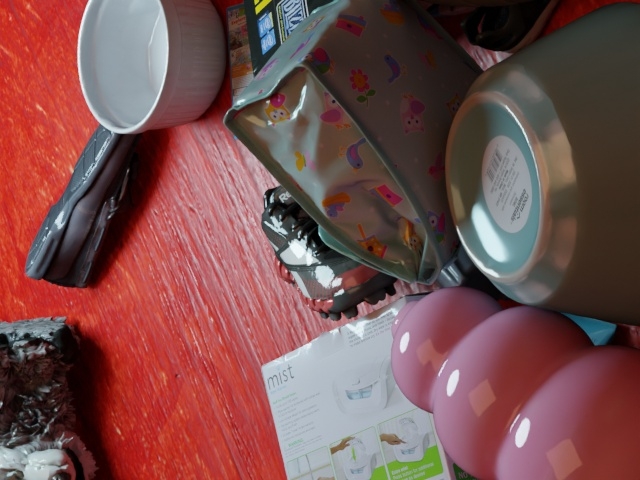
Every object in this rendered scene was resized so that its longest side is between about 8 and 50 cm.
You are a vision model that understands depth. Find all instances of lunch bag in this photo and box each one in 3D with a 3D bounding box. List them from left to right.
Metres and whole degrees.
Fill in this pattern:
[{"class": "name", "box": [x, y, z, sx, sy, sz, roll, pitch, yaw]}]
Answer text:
[{"class": "lunch bag", "box": [0.065, -0.108, 1.738, 0.262, 0.223, 0.160, 47, 133, -14]}]

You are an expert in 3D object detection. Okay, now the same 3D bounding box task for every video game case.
[{"class": "video game case", "box": [-0.070, -0.213, 2.125, 0.119, 0.015, 0.166, -6, 87, 50]}]

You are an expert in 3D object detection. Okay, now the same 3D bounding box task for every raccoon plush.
[{"class": "raccoon plush", "box": [-0.432, 0.267, 2.502, 0.446, 0.216, 0.299, -146, 44, -76]}]

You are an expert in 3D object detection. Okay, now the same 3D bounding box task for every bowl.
[{"class": "bowl", "box": [0.227, -0.059, 1.608, 0.311, 0.163, 0.311, 171, 90, -67]}]

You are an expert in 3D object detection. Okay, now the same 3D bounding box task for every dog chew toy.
[{"class": "dog chew toy", "box": [0.202, 0.158, 1.643, 0.332, 0.206, 0.207, 33, 117, 29]}]

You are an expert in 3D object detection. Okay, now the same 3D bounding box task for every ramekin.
[{"class": "ramekin", "box": [-0.211, -0.240, 2.216, 0.207, 0.109, 0.207, 3, 94, 49]}]

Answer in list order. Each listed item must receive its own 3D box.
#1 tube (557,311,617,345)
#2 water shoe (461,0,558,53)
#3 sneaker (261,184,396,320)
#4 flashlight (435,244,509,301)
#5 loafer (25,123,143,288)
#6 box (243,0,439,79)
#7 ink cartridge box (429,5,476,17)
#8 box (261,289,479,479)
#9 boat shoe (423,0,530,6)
[{"class": "tube", "box": [0.244, 0.175, 1.751, 0.080, 0.052, 0.207, 17, 99, 36]}, {"class": "water shoe", "box": [0.211, -0.277, 1.741, 0.073, 0.080, 0.203, 45, 124, 38]}, {"class": "sneaker", "box": [-0.001, 0.000, 1.910, 0.135, 0.097, 0.276, 68, 169, -19]}, {"class": "flashlight", "box": [0.094, -0.046, 1.862, 0.304, 0.103, 0.103, 53, 170, 39]}, {"class": "loafer", "box": [-0.302, -0.055, 2.365, 0.302, 0.095, 0.109, -55, 22, 30]}, {"class": "box", "box": [0.009, -0.341, 1.936, 0.257, 0.079, 0.322, -37, 53, 46]}, {"class": "ink cartridge box", "box": [0.152, -0.268, 1.850, 0.083, 0.028, 0.048, -5, 88, 50]}, {"class": "box", "box": [0.076, 0.203, 1.883, 0.262, 0.126, 0.231, -31, 68, 46]}, {"class": "boat shoe", "box": [0.218, -0.321, 1.656, 0.355, 0.132, 0.130, -10, 64, 20]}]
